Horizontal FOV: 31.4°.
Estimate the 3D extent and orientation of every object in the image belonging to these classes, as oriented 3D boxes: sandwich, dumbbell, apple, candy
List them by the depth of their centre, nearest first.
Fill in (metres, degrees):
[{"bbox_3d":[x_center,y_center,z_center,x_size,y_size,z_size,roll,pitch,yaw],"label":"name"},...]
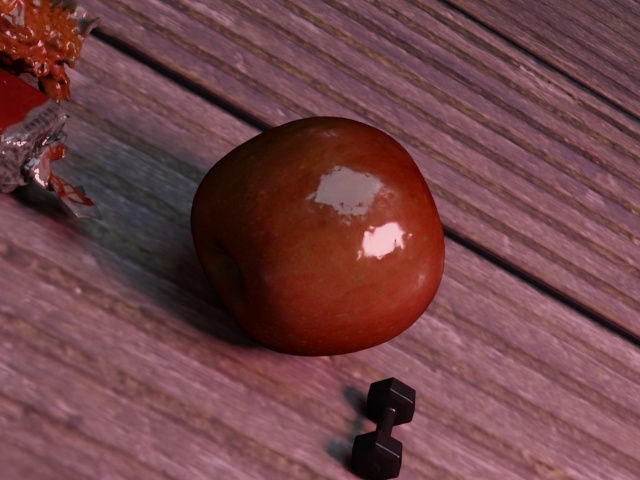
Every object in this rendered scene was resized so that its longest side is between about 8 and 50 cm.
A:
[{"bbox_3d":[-0.273,-0.106,0.830,0.292,0.059,0.086,34,36,-2],"label":"candy"},{"bbox_3d":[0.047,0.138,0.837,0.040,0.036,0.083,32,35,-6],"label":"dumbbell"},{"bbox_3d":[0.000,0.000,0.845,0.168,0.181,0.181,-27,66,-27],"label":"apple"},{"bbox_3d":[-0.265,-0.201,0.887,0.184,0.109,0.160,23,-11,41],"label":"sandwich"}]
